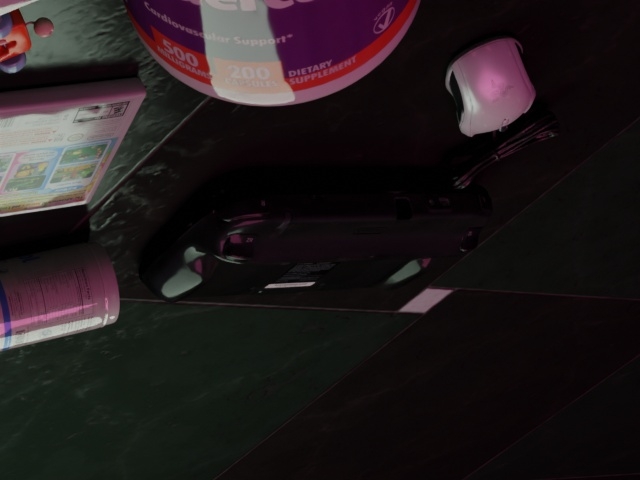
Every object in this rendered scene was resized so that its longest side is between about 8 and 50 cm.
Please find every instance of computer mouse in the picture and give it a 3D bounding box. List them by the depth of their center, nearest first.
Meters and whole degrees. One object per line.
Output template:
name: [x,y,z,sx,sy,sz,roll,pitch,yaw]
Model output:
computer mouse: [0.143,-0.104,1.580,0.106,0.042,0.193,-24,156,1]

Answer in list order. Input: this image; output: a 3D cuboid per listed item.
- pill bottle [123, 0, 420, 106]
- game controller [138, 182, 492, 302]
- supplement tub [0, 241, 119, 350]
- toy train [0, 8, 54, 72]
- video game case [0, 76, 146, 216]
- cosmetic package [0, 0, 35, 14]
pill bottle: [-0.038,-0.216,1.005,0.181,0.181,0.323,-22,156,-5]
game controller: [0.000,0.000,1.659,0.319,0.067,0.166,-1,162,-41]
supplement tub: [-0.219,0.044,1.510,0.107,0.071,0.071,-13,154,-25]
toy train: [-0.235,-0.142,1.147,0.125,0.046,0.166,-24,159,-3]
video game case: [-0.216,-0.061,1.362,0.157,0.019,0.143,-10,153,-32]
cosmetic package: [-0.207,-0.202,0.910,0.151,0.151,0.184,-23,155,-3]
